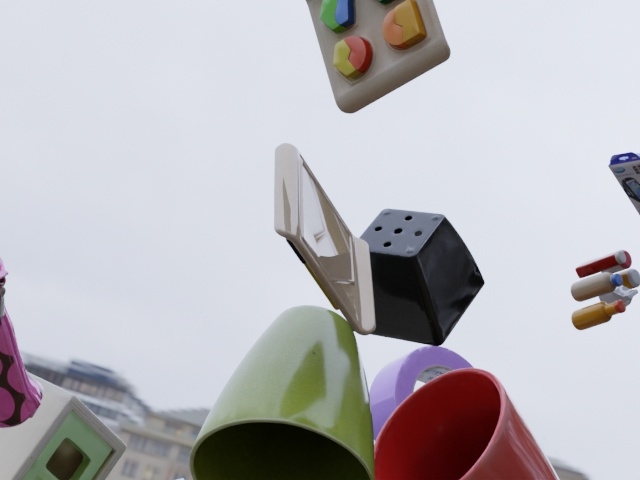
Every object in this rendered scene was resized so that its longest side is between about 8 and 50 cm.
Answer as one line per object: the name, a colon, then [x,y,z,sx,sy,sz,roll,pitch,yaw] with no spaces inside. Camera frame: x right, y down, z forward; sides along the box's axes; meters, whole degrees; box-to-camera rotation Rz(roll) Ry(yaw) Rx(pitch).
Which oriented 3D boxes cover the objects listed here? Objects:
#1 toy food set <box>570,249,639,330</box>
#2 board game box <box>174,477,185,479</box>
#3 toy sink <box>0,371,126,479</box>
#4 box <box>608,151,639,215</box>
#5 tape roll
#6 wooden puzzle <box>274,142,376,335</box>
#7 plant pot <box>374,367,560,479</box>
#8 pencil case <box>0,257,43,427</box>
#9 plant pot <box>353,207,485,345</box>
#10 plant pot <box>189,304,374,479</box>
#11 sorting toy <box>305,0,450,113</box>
toy food set: [0.557,0.078,2.197,0.104,0.111,0.232,-24,-1,44]
board game box: [-0.225,0.364,1.472,0.160,0.039,0.211,-12,7,-18]
toy sink: [-0.402,0.325,1.593,0.131,0.234,0.153,17,-28,37]
box: [0.548,-0.100,1.974,0.081,0.028,0.136,-8,-57,54]
tape roll: [0.229,0.354,2.341,0.275,0.275,0.090,27,-37,-25]
wooden puzzle: [0.000,0.000,1.710,0.044,0.221,0.238,-27,-55,18]
plant pot: [0.257,0.389,1.918,0.243,0.275,0.275,46,-31,-25]
pencil case: [-0.373,0.115,1.316,0.098,0.095,0.209,2,-55,16]
plant pot: [0.151,0.051,2.024,0.187,0.188,0.167,7,-50,34]
plant pot: [-0.036,0.249,1.799,0.275,0.293,0.275,6,-46,6]
sorting toy: [0.072,-0.311,1.648,0.193,0.208,0.038,-27,-17,31]
